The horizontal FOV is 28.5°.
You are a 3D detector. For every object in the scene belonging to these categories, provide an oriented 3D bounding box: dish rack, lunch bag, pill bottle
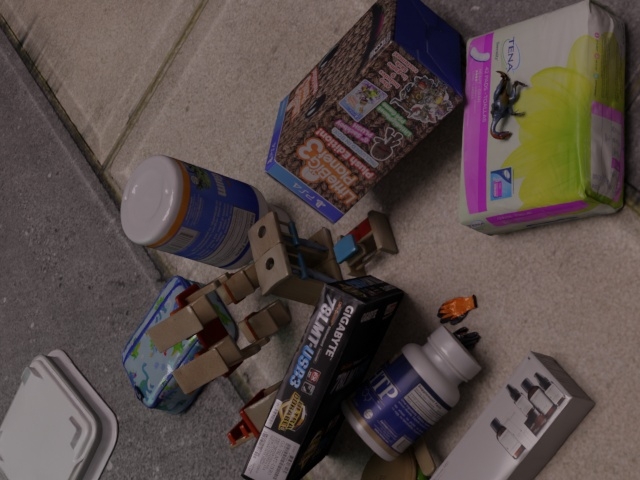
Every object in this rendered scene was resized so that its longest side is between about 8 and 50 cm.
[{"bbox_3d":[-0.541,0.393,2.478,0.333,0.072,0.286,37,103,45],"label":"dish rack"},{"bbox_3d":[-0.258,0.184,2.239,0.219,0.090,0.176,-53,42,18],"label":"lunch bag"},{"bbox_3d":[-0.182,-0.037,2.097,0.152,0.272,0.152,-17,65,42],"label":"pill bottle"},{"bbox_3d":[0.131,0.211,1.777,0.186,0.112,0.112,-43,47,4],"label":"pill bottle"}]

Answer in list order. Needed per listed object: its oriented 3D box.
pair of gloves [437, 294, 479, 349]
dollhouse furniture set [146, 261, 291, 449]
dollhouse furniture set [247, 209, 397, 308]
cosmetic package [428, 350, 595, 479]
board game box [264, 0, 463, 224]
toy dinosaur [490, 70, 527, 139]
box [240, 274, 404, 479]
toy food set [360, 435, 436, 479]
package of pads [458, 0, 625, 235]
[{"bbox_3d":[0.199,0.123,1.834,0.074,0.010,0.083,-23,62,40],"label":"pair of gloves"},{"bbox_3d":[-0.147,0.187,2.008,0.135,0.262,0.259,-30,92,24],"label":"dollhouse furniture set"},{"bbox_3d":[0.000,0.000,1.998,0.183,0.129,0.129,-39,51,32],"label":"dollhouse furniture set"},{"bbox_3d":[0.252,0.271,1.690,0.239,0.060,0.099,-56,44,17],"label":"cosmetic package"},{"bbox_3d":[0.068,-0.212,1.925,0.291,0.141,0.232,-44,20,27],"label":"board game box"},{"bbox_3d":[0.253,-0.182,1.731,0.090,0.047,0.082,-89,20,-71],"label":"toy dinosaur"},{"bbox_3d":[0.009,0.198,1.814,0.073,0.295,0.293,27,97,11],"label":"box"},{"bbox_3d":[0.104,0.358,1.834,0.192,0.038,0.132,-50,32,22],"label":"toy food set"},{"bbox_3d":[0.310,-0.169,1.752,0.229,0.101,0.297,-12,69,44],"label":"package of pads"}]
